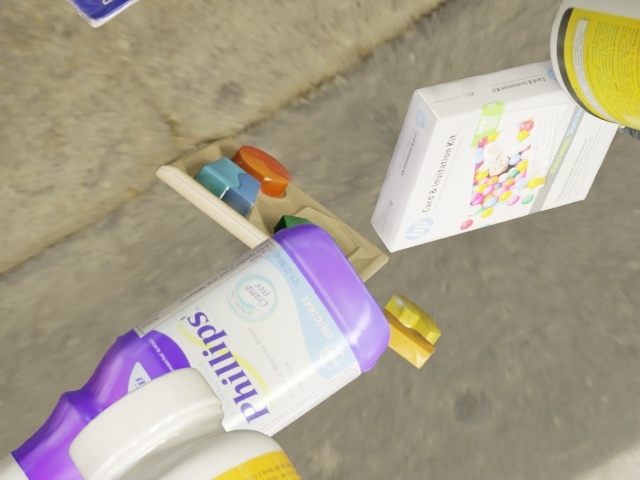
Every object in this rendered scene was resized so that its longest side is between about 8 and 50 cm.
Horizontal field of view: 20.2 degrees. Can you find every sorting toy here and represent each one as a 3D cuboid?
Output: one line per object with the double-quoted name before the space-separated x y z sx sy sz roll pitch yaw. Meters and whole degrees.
"sorting toy" 0.000 0.000 1.749 0.307 0.229 0.041 37 106 6

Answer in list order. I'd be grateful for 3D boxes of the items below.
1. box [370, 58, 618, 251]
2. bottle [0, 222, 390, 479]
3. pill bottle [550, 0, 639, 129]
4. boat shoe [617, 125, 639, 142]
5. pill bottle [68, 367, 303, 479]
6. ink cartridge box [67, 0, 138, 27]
"box" 0.140 -0.071 1.362 0.186 0.145 0.038 -13 54 -26
"bottle" -0.092 0.104 1.235 0.283 0.092 0.118 -33 85 -11
"pill bottle" 0.252 -0.126 1.211 0.119 0.208 0.119 -4 103 -19
"boat shoe" 0.300 -0.173 1.625 0.083 0.065 0.183 38 138 35
"pill bottle" -0.048 0.178 0.980 0.117 0.117 0.208 -37 74 4
"ink cartridge box" 0.013 -0.244 0.746 0.371 0.069 0.176 -36 48 -9
